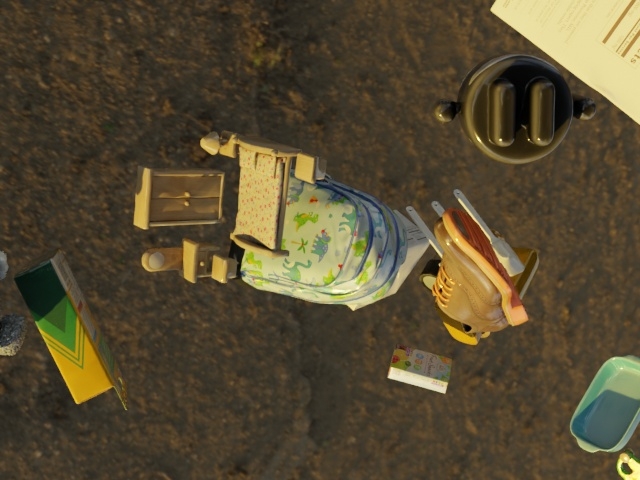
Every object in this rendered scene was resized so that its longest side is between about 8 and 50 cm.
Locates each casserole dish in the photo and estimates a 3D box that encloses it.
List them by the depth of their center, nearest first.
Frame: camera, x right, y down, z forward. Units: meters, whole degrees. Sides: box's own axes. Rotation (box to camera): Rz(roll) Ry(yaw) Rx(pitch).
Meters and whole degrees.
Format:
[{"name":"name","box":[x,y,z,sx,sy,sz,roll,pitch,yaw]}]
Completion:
[{"name":"casserole dish","box":[0.518,0.291,1.507,0.037,0.114,0.188,37,81,-31]}]

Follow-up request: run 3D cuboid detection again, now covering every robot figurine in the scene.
[{"name":"robot figurine","box":[0.311,-0.214,1.392,0.174,0.209,0.278,-52,-175,13]}]

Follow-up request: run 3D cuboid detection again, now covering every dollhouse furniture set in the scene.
[{"name":"dollhouse furniture set","box":[-0.177,-0.033,1.543,0.173,0.355,0.303,-4,106,-39]}]

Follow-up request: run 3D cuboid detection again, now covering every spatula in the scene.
[{"name":"spatula","box":[0.297,-0.003,1.788,0.168,0.242,0.019,-21,146,-17]}]

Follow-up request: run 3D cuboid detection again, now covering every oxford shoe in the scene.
[{"name":"oxford shoe","box":[0.249,0.073,1.459,0.132,0.130,0.364,-27,141,12]}]

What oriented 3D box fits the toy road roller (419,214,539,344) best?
[{"name":"toy road roller","box":[0.413,0.110,2.087,0.203,0.240,0.330,-56,137,-24]}]

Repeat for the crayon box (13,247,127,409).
[{"name":"crayon box","box":[-0.487,0.185,1.694,0.083,0.203,0.323,-26,100,-9]}]

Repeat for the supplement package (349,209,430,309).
[{"name":"supplement package","box":[0.148,0.048,2.331,0.261,0.145,0.204,-13,141,-59]}]

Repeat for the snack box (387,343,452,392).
[{"name":"snack box","box":[0.238,0.305,2.052,0.100,0.141,0.037,-64,168,-59]}]

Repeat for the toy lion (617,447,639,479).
[{"name":"toy lion","box":[0.732,0.543,1.982,0.034,0.100,0.096,-23,133,-48]}]

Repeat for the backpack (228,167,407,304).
[{"name":"backpack","box":[0.000,0.000,1.760,0.290,0.355,0.273,-66,160,-6]}]

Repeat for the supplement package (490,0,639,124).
[{"name":"supplement package","box":[0.302,-0.190,0.751,0.139,0.244,0.134,-21,149,-51]}]

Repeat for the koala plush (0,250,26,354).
[{"name":"koala plush","box":[-0.623,0.124,1.482,0.221,0.203,0.196,-48,-179,44]}]
